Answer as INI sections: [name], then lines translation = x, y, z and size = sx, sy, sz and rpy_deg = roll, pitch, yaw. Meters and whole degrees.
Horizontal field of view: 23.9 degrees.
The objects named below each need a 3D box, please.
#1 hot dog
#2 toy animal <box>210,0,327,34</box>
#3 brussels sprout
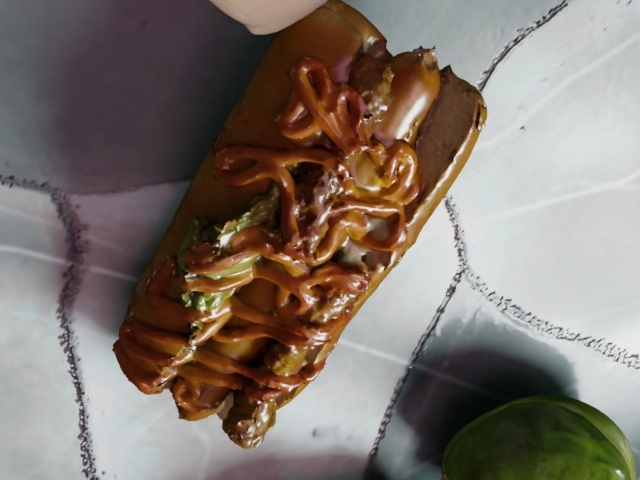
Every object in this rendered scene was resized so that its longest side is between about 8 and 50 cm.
[hot dog]
translation = -0.026, 0.000, 1.054
size = 0.158, 0.117, 0.349
rpy_deg = 29, 118, -11
[toy animal]
translation = -0.006, -0.251, 0.916
size = 0.221, 0.210, 0.229
rpy_deg = -14, 133, -5
[brussels sprout]
translation = 0.191, 0.205, 1.253
size = 0.145, 0.131, 0.183
rpy_deg = -42, 116, 15
